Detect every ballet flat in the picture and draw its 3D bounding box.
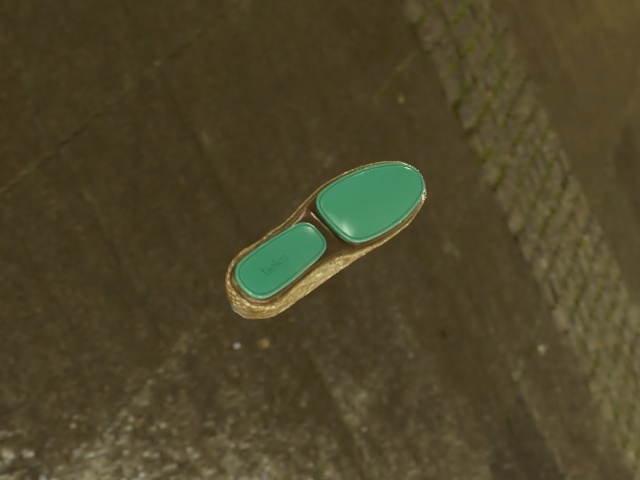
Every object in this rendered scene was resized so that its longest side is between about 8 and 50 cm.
[{"bbox_3d":[0.000,0.000,1.274,0.206,0.067,0.073,-30,76,-25],"label":"ballet flat"}]
